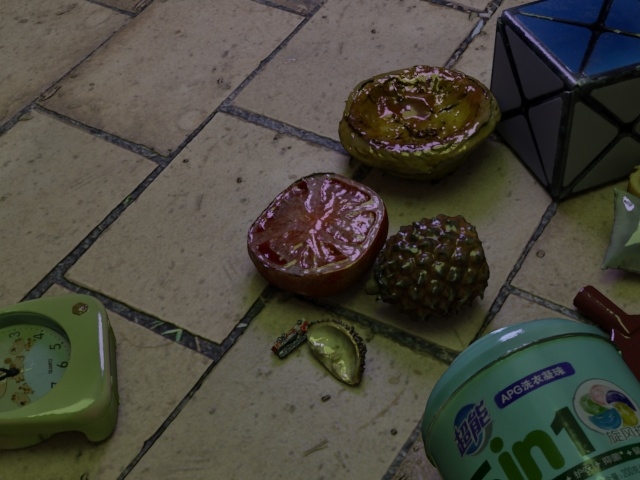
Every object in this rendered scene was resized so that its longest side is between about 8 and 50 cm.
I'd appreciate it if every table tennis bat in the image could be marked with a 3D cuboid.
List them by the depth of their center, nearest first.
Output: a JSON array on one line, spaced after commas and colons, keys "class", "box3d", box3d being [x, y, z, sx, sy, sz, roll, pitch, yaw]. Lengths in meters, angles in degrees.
[{"class": "table tennis bat", "box3d": [0.503, 0.171, 1.615, 0.200, 0.038, 0.310, -31, 53, -23]}]

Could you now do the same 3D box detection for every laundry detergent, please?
[{"class": "laundry detergent", "box3d": [0.294, 0.271, 1.364, 0.287, 0.287, 0.305, -17, 49, -12]}]

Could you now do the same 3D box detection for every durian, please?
[{"class": "durian", "box3d": [0.030, 0.161, 1.645, 0.066, 0.052, 0.130, -30, 59, -25]}]

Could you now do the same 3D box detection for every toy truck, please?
[{"class": "toy truck", "box3d": [-0.040, 0.148, 1.680, 0.032, 0.024, 0.083, 45, 62, 10]}]

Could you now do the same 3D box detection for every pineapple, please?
[{"class": "pineapple", "box3d": [0.160, 0.048, 1.678, 0.193, 0.166, 0.166, -18, 47, -1]}]

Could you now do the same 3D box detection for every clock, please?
[{"class": "clock", "box3d": [-0.456, 0.203, 1.606, 0.308, 0.096, 0.235, -8, 48, -4]}]

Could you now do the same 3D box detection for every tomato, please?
[{"class": "tomato", "box3d": [0.000, 0.000, 1.766, 0.236, 0.095, 0.237, -7, 47, 8]}]

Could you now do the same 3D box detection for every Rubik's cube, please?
[{"class": "Rubik's cube", "box3d": [0.458, -0.263, 1.885, 0.260, 0.255, 0.259, -16, 46, -14]}]

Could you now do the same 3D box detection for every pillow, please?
[{"class": "pillow", "box3d": [0.578, -0.003, 1.730, 0.254, 0.078, 0.144, 8, 74, 7]}]

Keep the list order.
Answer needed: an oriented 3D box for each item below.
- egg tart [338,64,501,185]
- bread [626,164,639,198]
[{"class": "egg tart", "box3d": [0.175, -0.199, 1.929, 0.290, 0.115, 0.290, -4, 44, 4]}, {"class": "bread", "box3d": [0.581, -0.086, 1.835, 0.149, 0.073, 0.122, -18, 43, -12]}]
